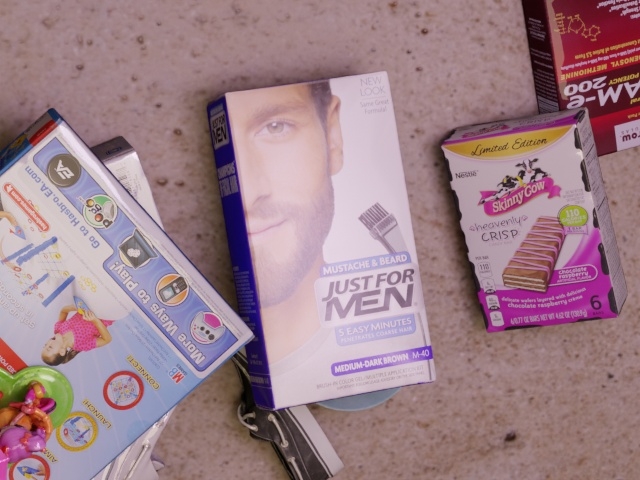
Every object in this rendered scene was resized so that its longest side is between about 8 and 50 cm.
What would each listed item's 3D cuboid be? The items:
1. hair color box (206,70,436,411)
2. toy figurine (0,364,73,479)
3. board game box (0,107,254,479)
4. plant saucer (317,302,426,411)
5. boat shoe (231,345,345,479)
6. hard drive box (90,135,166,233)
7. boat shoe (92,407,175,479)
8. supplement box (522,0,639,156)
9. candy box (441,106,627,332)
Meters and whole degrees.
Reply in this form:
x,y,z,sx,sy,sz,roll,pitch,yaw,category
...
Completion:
x,y,z,sx,sy,sz,roll,pitch,yaw,category
0.000,0.000,1.824,0.185,0.110,0.339,-9,89,-14,hair color box
-0.307,0.191,1.606,0.173,0.159,0.130,-16,108,-13,toy figurine
-0.281,0.080,1.718,0.302,0.086,0.308,-41,111,-3,board game box
0.027,0.095,1.917,0.195,0.037,0.195,0,89,-26,plant saucer
-0.053,0.196,1.912,0.070,0.078,0.219,-36,112,-7,boat shoe
-0.280,0.017,1.796,0.232,0.089,0.181,-21,108,-11,hard drive box
-0.215,0.240,1.871,0.088,0.096,0.268,23,87,-15,boat shoe
0.308,-0.219,1.921,0.130,0.073,0.239,-16,108,-12,supplement box
0.243,-0.021,1.911,0.159,0.071,0.233,-9,107,22,candy box
